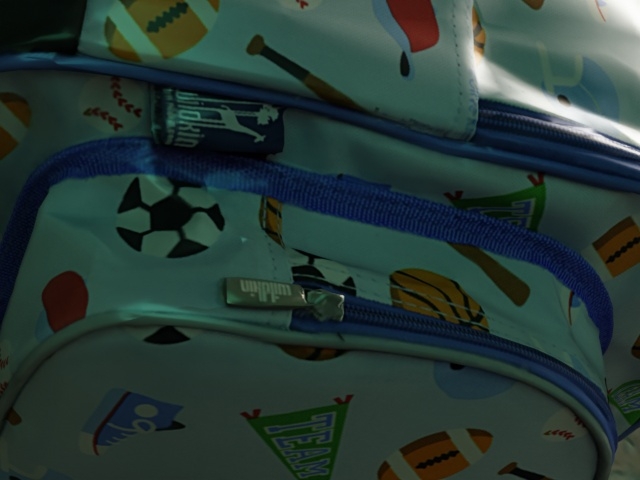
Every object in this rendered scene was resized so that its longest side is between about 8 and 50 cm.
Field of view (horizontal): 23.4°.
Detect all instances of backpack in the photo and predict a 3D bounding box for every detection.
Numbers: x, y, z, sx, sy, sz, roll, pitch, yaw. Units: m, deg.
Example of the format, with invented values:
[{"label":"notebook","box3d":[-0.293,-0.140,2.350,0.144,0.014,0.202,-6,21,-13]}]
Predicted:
[{"label":"backpack","box3d":[0.000,0.000,0.488,0.263,0.276,0.213,2,63,-21]}]
